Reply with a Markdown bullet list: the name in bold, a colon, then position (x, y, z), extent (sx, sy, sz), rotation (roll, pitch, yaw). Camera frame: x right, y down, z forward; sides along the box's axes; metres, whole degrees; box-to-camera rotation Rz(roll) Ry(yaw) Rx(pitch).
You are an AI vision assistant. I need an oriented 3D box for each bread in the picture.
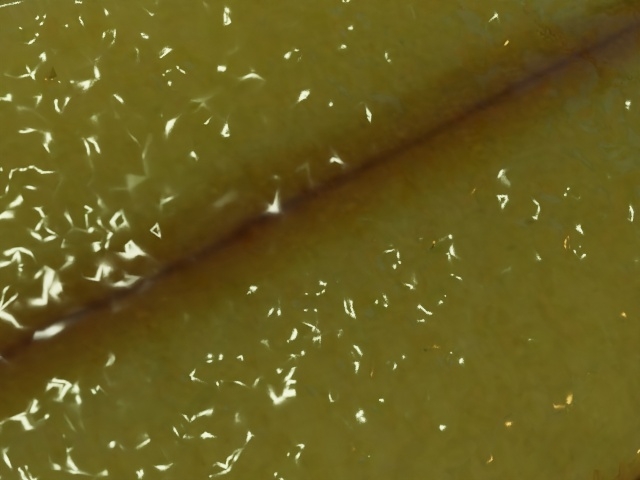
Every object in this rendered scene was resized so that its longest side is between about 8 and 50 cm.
- **bread**: position (0.007, -0.005, 0.432), extent (0.361, 0.245, 0.233), rotation (-31, 86, 13)
